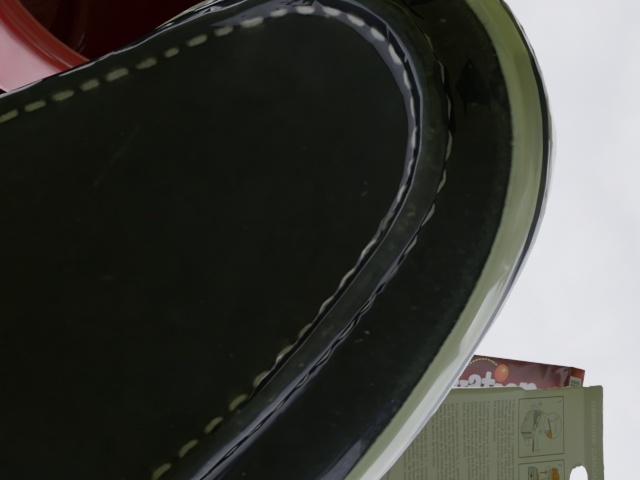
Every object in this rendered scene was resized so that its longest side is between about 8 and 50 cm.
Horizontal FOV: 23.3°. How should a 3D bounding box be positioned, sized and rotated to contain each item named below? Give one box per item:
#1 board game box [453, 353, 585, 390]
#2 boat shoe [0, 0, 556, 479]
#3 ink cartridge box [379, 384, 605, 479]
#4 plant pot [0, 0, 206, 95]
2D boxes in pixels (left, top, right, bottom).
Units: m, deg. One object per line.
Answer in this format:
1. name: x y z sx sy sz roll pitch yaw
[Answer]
1. board game box: 0.141 0.187 1.592 0.027 0.281 0.145 18 -101 -42
2. boat shoe: -0.152 0.066 0.486 0.186 0.500 0.156 63 -171 21
3. ink cartridge box: 0.088 0.180 0.971 0.225 0.056 0.181 2 -93 -41
4. plant pot: -0.122 -0.134 0.723 0.191 0.174 0.191 9 -106 -34
